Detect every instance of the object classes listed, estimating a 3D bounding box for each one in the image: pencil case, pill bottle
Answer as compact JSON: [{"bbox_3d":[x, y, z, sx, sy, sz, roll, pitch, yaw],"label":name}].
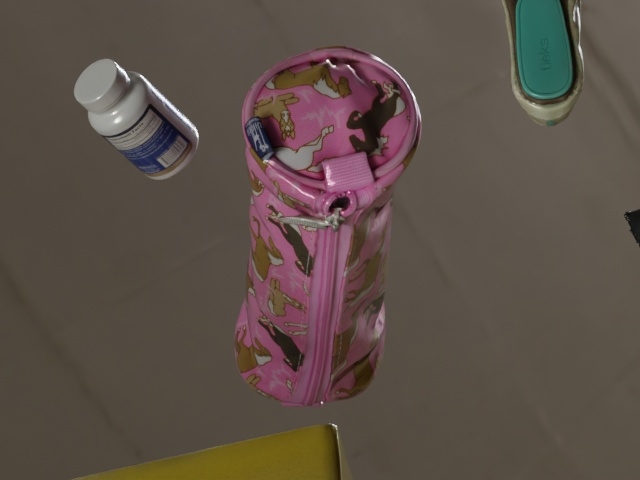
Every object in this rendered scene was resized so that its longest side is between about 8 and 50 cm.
[{"bbox_3d":[0.000,0.000,1.807,0.160,0.386,0.167,36,-120,20],"label":"pencil case"},{"bbox_3d":[-0.171,-0.113,1.811,0.120,0.067,0.067,44,-142,-43],"label":"pill bottle"}]

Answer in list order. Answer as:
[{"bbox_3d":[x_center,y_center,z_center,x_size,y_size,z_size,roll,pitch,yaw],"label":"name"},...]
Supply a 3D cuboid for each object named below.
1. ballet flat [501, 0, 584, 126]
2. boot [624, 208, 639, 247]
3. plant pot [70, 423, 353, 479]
[{"bbox_3d":[0.133,-0.149,1.200,0.052,0.057,0.168,61,-149,-71],"label":"ballet flat"},{"bbox_3d":[0.317,-0.032,1.784,0.121,0.099,0.045,41,-128,-20],"label":"boot"},{"bbox_3d":[-0.062,0.287,1.523,0.212,0.212,0.187,75,-177,-61],"label":"plant pot"}]
